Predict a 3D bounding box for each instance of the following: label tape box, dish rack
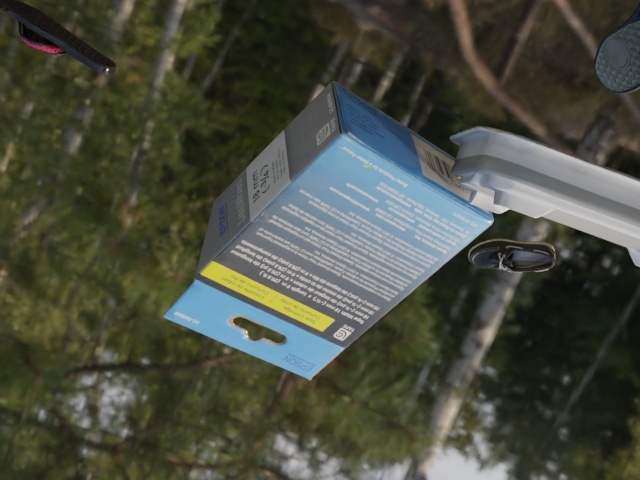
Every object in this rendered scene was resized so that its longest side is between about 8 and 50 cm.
[{"bbox_3d":[0.000,0.000,1.292,0.241,0.334,0.106,28,-147,-32],"label":"label tape box"},{"bbox_3d":[0.293,-0.029,1.128,0.333,0.072,0.285,20,-177,-2],"label":"dish rack"}]

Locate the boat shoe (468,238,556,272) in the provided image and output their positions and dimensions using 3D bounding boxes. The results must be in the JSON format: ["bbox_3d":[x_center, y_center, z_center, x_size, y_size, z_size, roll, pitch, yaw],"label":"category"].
[{"bbox_3d":[0.278,0.026,1.568,0.125,0.046,0.038,2,-153,6],"label":"boat shoe"}]

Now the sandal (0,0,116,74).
[{"bbox_3d":[-0.356,-0.263,1.432,0.179,0.040,0.067,34,-160,-5],"label":"sandal"}]

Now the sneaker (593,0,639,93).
[{"bbox_3d":[0.453,-0.285,1.368,0.163,0.226,0.086,-31,-105,-29],"label":"sneaker"}]
